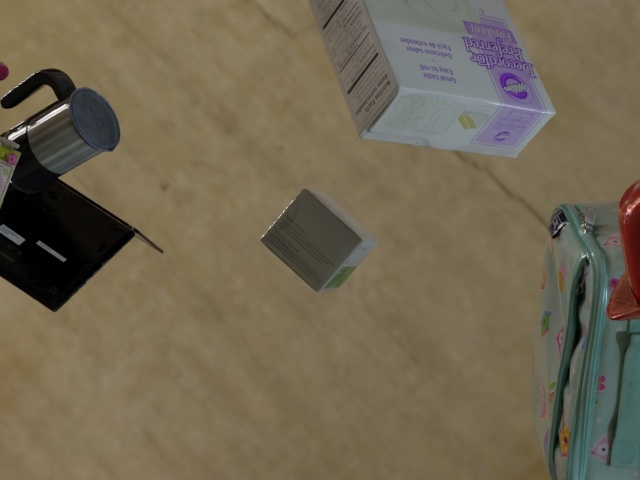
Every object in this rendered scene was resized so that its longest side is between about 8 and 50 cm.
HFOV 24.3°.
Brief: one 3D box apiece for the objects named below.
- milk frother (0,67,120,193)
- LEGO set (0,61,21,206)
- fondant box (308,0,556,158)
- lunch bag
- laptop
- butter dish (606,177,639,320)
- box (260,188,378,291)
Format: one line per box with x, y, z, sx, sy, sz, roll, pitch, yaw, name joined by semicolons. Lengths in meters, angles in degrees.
-0.338;-0.121;1.762;0.129;0.134;0.143;53;32;-17;milk frother
-0.390;-0.063;1.614;0.107;0.132;0.287;22;-47;-7;LEGO set
0.116;-0.263;1.790;0.238;0.096;0.330;5;53;-34;fondant box
0.273;0.104;1.445;0.224;0.108;0.279;-87;179;-69;lunch bag
-0.359;-0.012;1.910;0.234;0.264;0.136;32;-42;11;laptop
0.263;-0.025;1.014;0.118;0.160;0.160;70;20;-6;butter dish
0.000;0.000;1.817;0.102;0.087;0.101;41;8;11;box
